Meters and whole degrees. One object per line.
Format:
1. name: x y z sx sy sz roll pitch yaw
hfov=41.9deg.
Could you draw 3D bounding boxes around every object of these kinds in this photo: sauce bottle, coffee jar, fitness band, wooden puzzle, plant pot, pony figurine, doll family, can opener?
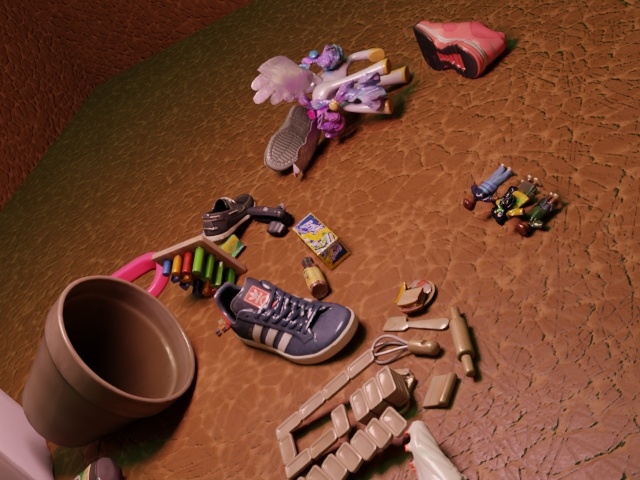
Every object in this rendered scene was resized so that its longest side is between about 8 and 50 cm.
1. sauce bottle: -0.015 0.075 1.752 0.042 0.042 0.128 -36 27 5
2. coffee jar: -0.467 0.506 1.624 0.184 0.079 0.096 -37 26 6
3. fitness band: -0.528 0.139 2.231 0.290 0.054 0.209 -31 30 11
4. wooden puzzle: -0.203 0.177 1.856 0.083 0.006 0.049 -39 29 0
5. plant pot: -0.475 0.282 1.758 0.280 0.323 0.323 -45 25 24
6. pony figurine: 0.015 -0.371 2.148 0.363 0.303 0.351 -5 34 24
7. doll family: 0.341 -0.072 1.526 0.111 0.076 0.193 -45 24 -2
8. can opener: -0.132 -0.061 2.054 0.073 0.059 0.186 -48 31 -15

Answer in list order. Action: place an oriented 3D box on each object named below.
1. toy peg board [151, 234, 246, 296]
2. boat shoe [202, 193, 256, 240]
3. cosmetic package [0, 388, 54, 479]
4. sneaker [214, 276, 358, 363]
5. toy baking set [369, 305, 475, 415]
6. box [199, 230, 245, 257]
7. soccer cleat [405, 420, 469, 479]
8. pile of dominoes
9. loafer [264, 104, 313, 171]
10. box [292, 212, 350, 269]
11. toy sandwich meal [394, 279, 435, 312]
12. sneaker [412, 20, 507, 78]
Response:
1. toy peg board: -0.286 0.080 1.946 0.160 0.161 0.079 -20 49 30
2. boat shoe: -0.231 -0.077 2.131 0.084 0.079 0.233 -11 19 26
3. cosmetic package: -0.828 0.510 1.776 0.393 0.327 0.329 -42 29 -7
4. sneaker: -0.084 0.142 1.626 0.350 0.148 0.131 -3 45 46
5. toy baking set: 0.164 0.188 1.402 0.196 0.030 0.256 -27 31 21
6. box: -0.270 0.029 2.103 0.179 0.043 0.105 9 54 51
7. soccer cleat: 0.168 0.330 1.174 0.076 0.068 0.196 -18 34 7
8. pile of dominoes: 0.040 0.313 1.369 0.251 0.040 0.196 -43 33 16
9. loafer: -0.088 -0.264 2.278 0.087 0.094 0.251 -52 8 48
10. box: 0.000 0.000 1.824 0.059 0.054 0.169 -41 30 -3
11. toy sandwich meal: 0.169 0.098 1.519 0.085 0.029 0.086 -28 30 18
12. sneaker: 0.349 -0.493 2.087 0.136 0.116 0.314 -33 35 -10
